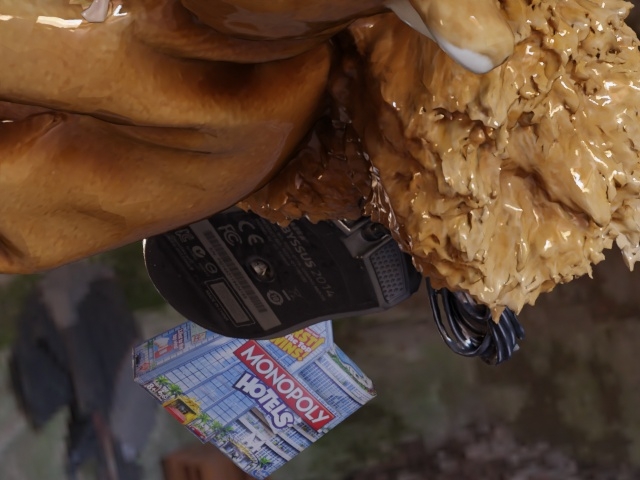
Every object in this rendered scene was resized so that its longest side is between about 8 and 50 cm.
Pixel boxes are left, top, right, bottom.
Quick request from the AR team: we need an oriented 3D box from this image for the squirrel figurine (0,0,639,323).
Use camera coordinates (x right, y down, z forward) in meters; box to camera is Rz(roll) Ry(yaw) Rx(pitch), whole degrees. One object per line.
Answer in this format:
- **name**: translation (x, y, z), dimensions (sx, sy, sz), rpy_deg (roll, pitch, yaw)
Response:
- **squirrel figurine**: translation (-0.010, -0.126, 0.807), dimensions (0.397, 0.281, 0.370), rpy_deg (20, -23, -31)

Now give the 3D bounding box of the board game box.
- **board game box**: translation (-0.040, 0.119, 1.686), dimensions (0.194, 0.194, 0.060), rpy_deg (-38, 27, 14)

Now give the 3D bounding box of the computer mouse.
- **computer mouse**: translation (0.000, 0.000, 1.170), dimensions (0.272, 0.188, 0.072), rpy_deg (-7, 34, 41)
